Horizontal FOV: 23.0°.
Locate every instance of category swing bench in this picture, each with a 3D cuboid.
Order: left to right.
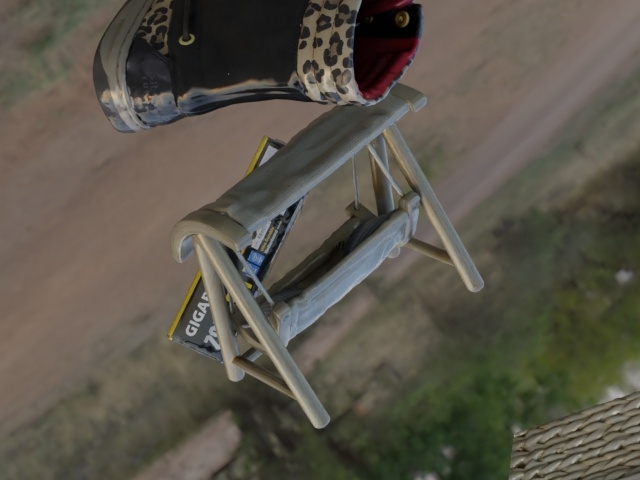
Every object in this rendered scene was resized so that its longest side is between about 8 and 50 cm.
[{"bbox_3d":[0.000,0.000,1.592,0.253,0.255,0.165,-38,-145,-24],"label":"swing bench"}]

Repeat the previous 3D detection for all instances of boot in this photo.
[{"bbox_3d":[-0.032,-0.255,1.547,0.284,0.138,0.377,1,-135,30],"label":"boot"}]

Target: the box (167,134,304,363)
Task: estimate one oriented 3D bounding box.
[{"bbox_3d":[-0.084,0.003,1.908,0.322,0.079,0.257,-76,-169,-86],"label":"box"}]

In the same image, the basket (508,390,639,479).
[{"bbox_3d":[0.239,0.194,1.230,0.167,0.113,0.103,-23,-140,30],"label":"basket"}]
